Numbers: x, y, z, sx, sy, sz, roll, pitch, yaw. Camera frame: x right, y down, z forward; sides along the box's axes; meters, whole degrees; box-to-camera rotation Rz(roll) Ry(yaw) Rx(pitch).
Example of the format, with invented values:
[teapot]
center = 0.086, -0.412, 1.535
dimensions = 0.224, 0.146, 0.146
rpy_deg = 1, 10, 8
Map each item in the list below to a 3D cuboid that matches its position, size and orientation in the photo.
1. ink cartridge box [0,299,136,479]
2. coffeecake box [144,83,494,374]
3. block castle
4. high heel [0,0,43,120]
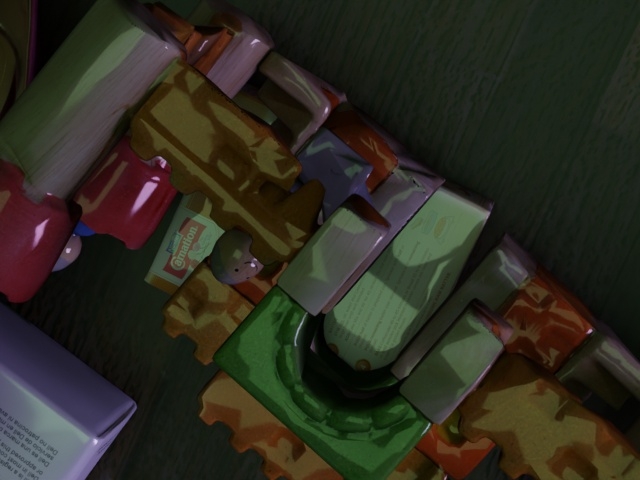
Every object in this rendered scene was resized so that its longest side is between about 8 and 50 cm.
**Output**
[ink cartridge box]
center = -0.298, 0.172, 1.223
dimensions = 0.211, 0.121, 0.289
rpy_deg = 37, 99, 1
[coffeecake box]
center = 0.000, 0.000, 1.193
dimensions = 0.185, 0.068, 0.142
rpy_deg = 26, 100, 3
[block castle]
center = 0.006, 0.074, 1.014
dimensions = 0.453, 0.303, 0.213
rpy_deg = 41, 102, 2
[high heel]
center = -0.237, -0.012, 1.067
dimensions = 0.127, 0.377, 0.181
rpy_deg = 14, 137, -21
